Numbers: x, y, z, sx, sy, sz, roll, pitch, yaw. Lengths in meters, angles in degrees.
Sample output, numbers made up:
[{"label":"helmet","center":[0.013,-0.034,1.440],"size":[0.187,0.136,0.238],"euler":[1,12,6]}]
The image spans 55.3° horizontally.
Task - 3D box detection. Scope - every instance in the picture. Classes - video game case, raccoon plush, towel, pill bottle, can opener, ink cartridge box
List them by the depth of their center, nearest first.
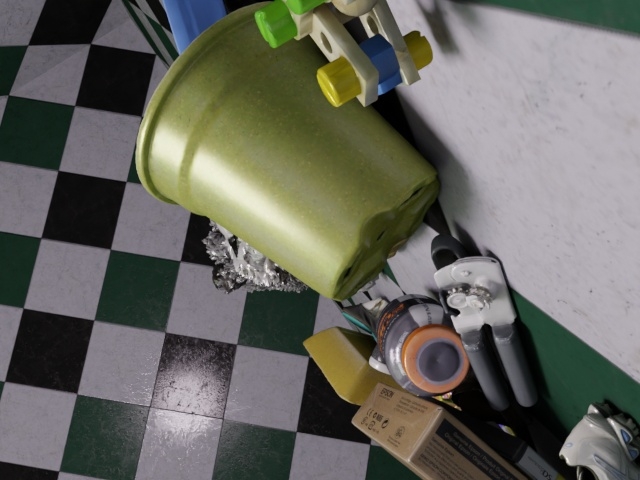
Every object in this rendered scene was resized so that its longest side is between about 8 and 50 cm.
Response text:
[{"label":"can opener","center":[0.210,0.107,0.752],"size":[0.093,0.074,0.280],"euler":[-78,-33,-49]},{"label":"ink cartridge box","center":[0.172,0.311,0.892],"size":[0.193,0.088,0.234],"euler":[40,167,-10]},{"label":"pill bottle","center":[0.155,0.154,0.911],"size":[0.130,0.130,0.245],"euler":[55,-179,0]},{"label":"video game case","center":[0.302,0.356,0.970],"size":[0.248,0.035,0.275],"euler":[42,167,-16]},{"label":"raccoon plush","center":[0.000,0.000,1.108],"size":[0.299,0.446,0.216],"euler":[1,88,58]},{"label":"towel","center":[0.344,0.346,1.162],"size":[0.083,0.009,0.060],"euler":[51,173,30]}]

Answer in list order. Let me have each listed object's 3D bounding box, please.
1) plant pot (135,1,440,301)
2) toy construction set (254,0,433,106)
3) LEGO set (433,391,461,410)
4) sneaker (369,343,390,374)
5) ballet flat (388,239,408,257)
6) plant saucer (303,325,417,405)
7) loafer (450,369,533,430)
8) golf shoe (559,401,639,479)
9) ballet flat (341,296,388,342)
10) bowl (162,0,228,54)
[{"label":"plant pot","center":[-0.016,-0.078,0.688],"size":[0.254,0.276,0.276],"euler":[40,169,17]},{"label":"toy construction set","center":[-0.037,-0.248,0.397],"size":[0.327,0.151,0.215],"euler":[44,173,4]},{"label":"LEGO set","center":[0.243,0.247,1.160],"size":[0.287,0.107,0.132],"euler":[51,-156,-20]},{"label":"sneaker","center":[0.211,0.229,1.268],"size":[0.216,0.121,0.079],"euler":[19,-175,-33]},{"label":"ballet flat","center":[0.063,-0.010,0.937],"size":[0.123,0.123,0.348],"euler":[54,174,4]},{"label":"plant saucer","center":[0.158,0.301,1.429],"size":[0.332,0.081,0.332],"euler":[18,-174,-20]},{"label":"loafer","center":[0.273,0.273,0.999],"size":[0.080,0.078,0.220],"euler":[55,174,3]},{"label":"golf shoe","center":[0.308,0.256,0.645],"size":[0.176,0.086,0.069],"euler":[55,172,-15]},{"label":"ballet flat","center":[0.148,0.198,1.454],"size":[0.095,0.096,0.280],"euler":[41,176,-28]},{"label":"bowl","center":[-0.158,-0.270,0.947],"size":[0.391,0.077,0.391],"euler":[163,90,-87]}]
